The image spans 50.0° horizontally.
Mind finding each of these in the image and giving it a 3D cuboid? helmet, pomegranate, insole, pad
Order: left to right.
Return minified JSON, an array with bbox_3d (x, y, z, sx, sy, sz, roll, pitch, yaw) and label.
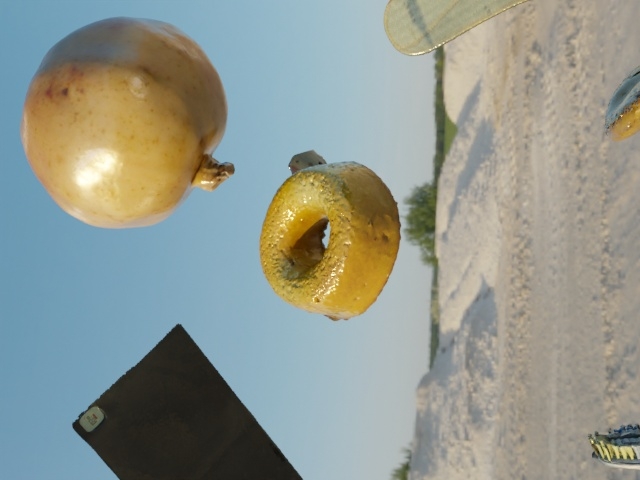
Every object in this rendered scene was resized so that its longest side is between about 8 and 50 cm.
[{"bbox_3d":[-0.346,-0.209,1.288,0.411,0.411,0.412,3,-90,-80],"label":"pomegranate"},{"bbox_3d":[-0.098,0.177,0.559,0.116,0.004,0.193,-45,-71,-32],"label":"pad"},{"bbox_3d":[-0.033,-0.103,1.467,0.177,0.107,0.153,-63,1,12],"label":"helmet"},{"bbox_3d":[0.229,-0.335,0.822,0.119,0.348,0.009,62,-156,-3],"label":"insole"}]

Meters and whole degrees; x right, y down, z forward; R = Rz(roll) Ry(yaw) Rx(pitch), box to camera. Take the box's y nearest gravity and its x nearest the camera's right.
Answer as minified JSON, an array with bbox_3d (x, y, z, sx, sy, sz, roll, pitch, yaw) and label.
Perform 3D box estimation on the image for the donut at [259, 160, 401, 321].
[{"bbox_3d":[0.001,-0.003,1.150,0.108,0.277,0.278,2,-89,-43],"label":"donut"}]

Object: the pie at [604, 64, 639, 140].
[{"bbox_3d":[0.613,-0.287,1.251,0.273,0.069,0.273,-50,-1,-1],"label":"pie"}]

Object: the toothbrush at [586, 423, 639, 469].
[{"bbox_3d":[0.425,0.139,0.536,0.042,0.413,0.035,55,-150,-37],"label":"toothbrush"}]
